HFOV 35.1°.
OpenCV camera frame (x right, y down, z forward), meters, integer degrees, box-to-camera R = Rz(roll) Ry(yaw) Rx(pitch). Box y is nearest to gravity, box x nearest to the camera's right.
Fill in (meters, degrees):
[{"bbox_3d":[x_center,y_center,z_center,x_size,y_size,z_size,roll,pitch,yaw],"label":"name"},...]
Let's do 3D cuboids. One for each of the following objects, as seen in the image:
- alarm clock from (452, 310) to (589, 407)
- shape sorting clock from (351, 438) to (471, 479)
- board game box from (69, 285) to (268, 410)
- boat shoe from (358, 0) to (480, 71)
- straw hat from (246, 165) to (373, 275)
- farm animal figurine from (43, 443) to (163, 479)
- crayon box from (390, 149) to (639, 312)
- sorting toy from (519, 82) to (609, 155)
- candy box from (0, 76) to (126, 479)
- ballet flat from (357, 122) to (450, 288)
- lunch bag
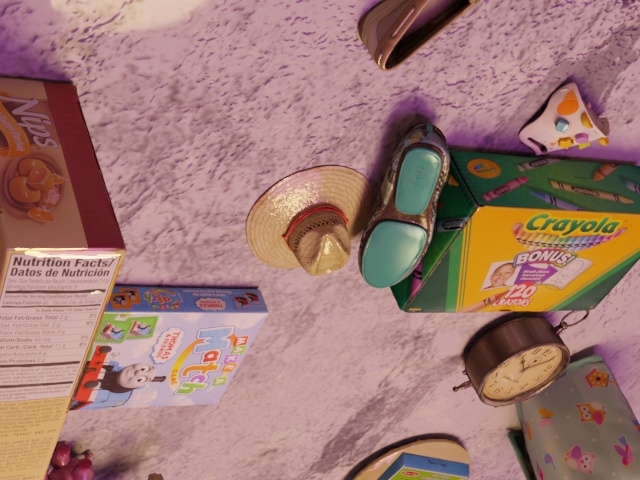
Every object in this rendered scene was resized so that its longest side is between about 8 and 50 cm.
[{"bbox_3d":[0.265,0.142,1.300,0.192,0.064,0.129,-39,140,21],"label":"alarm clock"},{"bbox_3d":[0.127,0.361,1.500,0.206,0.040,0.206,-12,138,-11],"label":"shape sorting clock"},{"bbox_3d":[-0.179,0.112,1.043,0.212,0.039,0.160,2,134,-32],"label":"board game box"},{"bbox_3d":[0.102,-0.197,0.824,0.153,0.048,0.056,-33,142,11],"label":"boat shoe"},{"bbox_3d":[0.000,0.000,0.990,0.145,0.061,0.144,-15,141,-12],"label":"straw hat"},{"bbox_3d":[-0.323,0.389,1.077,0.330,0.326,0.172,8,129,-16],"label":"farm animal figurine"},{"bbox_3d":[0.222,-0.004,1.087,0.279,0.081,0.165,2,138,-30],"label":"crayon box"},{"bbox_3d":[0.243,-0.110,1.020,0.075,0.044,0.083,-23,147,30],"label":"sorting toy"},{"bbox_3d":[-0.251,0.050,0.812,0.088,0.183,0.316,0,136,-30],"label":"candy box"},{"bbox_3d":[0.084,-0.035,0.991,0.070,0.070,0.188,-3,135,-26],"label":"ballet flat"},{"bbox_3d":[0.373,0.327,1.447,0.160,0.223,0.262,-15,143,-3],"label":"lunch bag"}]
